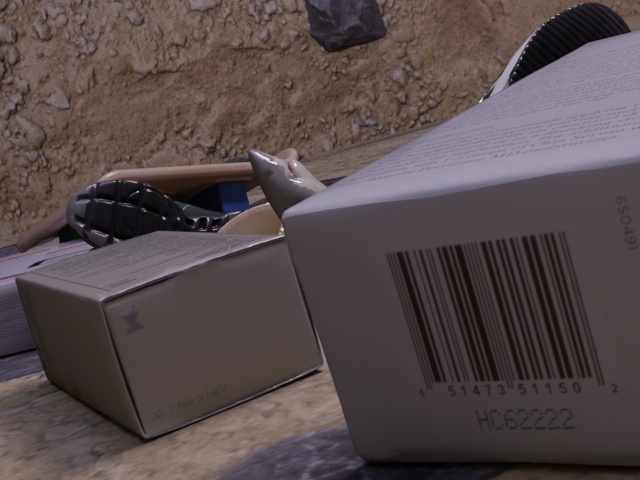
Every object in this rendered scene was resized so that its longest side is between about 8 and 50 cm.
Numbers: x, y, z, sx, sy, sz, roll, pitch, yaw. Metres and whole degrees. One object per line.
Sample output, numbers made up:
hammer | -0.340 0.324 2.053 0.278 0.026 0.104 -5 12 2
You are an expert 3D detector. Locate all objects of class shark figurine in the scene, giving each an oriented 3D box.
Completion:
shark figurine | 0.029 0.034 0.969 0.116 0.166 0.278 -48 42 -2

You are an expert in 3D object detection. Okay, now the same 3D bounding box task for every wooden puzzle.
wooden puzzle | -0.242 -0.041 1.610 0.348 0.080 0.322 -13 -7 -37

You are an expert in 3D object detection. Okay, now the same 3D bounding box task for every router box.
router box | -0.390 0.075 1.352 0.336 0.082 0.301 -14 9 7

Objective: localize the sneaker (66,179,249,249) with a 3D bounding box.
sneaker | -0.177 -0.001 1.292 0.267 0.101 0.106 14 -14 -20

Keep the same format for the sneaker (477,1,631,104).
sneaker | 0.232 -0.144 1.254 0.330 0.122 0.146 -48 7 -14

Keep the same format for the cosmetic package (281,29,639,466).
cosmetic package | 0.209 -0.032 0.694 0.230 0.161 0.453 -8 16 39

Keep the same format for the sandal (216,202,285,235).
sandal | -0.002 -0.006 1.114 0.240 0.088 0.079 -14 2 -21

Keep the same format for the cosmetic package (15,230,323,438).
cosmetic package | -0.143 0.065 0.915 0.160 0.113 0.309 -19 10 -24
